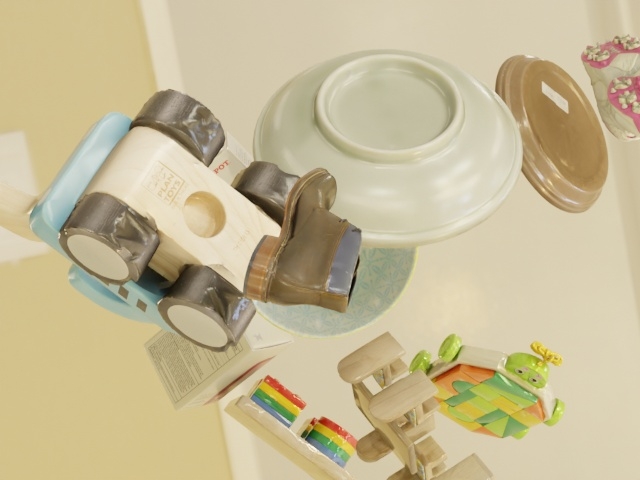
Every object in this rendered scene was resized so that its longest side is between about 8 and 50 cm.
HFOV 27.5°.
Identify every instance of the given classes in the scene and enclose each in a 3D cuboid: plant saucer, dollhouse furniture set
[{"bbox_3d":[0.099,-0.168,1.914,0.400,0.100,0.400,0,-131,0],"label":"plant saucer"},{"bbox_3d":[0.095,0.292,1.741,0.161,0.212,0.242,-30,-128,-15],"label":"dollhouse furniture set"},{"bbox_3d":[0.380,-0.178,2.107,0.041,0.278,0.278,-27,173,39],"label":"plant saucer"}]

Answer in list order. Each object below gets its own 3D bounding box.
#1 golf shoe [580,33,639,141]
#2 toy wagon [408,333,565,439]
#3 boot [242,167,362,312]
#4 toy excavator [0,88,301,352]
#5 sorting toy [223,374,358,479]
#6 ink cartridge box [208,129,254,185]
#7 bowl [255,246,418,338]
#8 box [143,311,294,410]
[{"bbox_3d":[0.474,-0.199,1.941,0.115,0.140,0.306,-14,-153,5],"label":"golf shoe"},{"bbox_3d":[0.333,0.276,2.494,0.344,0.267,0.068,-40,-159,59],"label":"toy wagon"},{"bbox_3d":[0.005,0.004,1.371,0.106,0.082,0.219,16,-140,11],"label":"boot"},{"bbox_3d":[-0.295,-0.027,1.655,0.445,0.433,0.222,-25,-148,55],"label":"toy excavator"},{"bbox_3d":[-0.043,0.352,2.440,0.089,0.255,0.257,-53,-178,-14],"label":"sorting toy"},{"bbox_3d":[-0.153,-0.069,2.290,0.148,0.203,0.086,-36,-155,15],"label":"ink cartridge box"},{"bbox_3d":[0.000,0.000,2.079,0.289,0.289,0.156,-11,-169,-5],"label":"bowl"},{"bbox_3d":[-0.188,0.189,2.411,0.232,0.148,0.127,-39,161,31],"label":"box"}]
